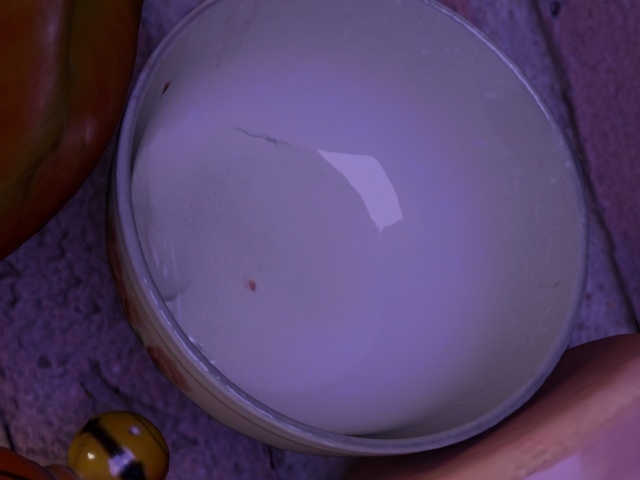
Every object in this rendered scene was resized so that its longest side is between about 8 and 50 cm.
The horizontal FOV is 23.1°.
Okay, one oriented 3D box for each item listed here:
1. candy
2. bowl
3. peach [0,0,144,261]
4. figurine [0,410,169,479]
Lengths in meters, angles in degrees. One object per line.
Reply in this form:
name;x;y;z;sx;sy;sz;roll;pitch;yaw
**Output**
candy;0.118;0.137;0.868;0.255;0.255;0.094;-29;92;-13
bowl;0.000;0.000;0.888;0.277;0.145;0.277;9;66;-22
peach;-0.275;-0.132;0.746;0.388;0.388;0.388;1;87;-13
figurine;-0.185;0.226;0.823;0.323;0.196;0.320;32;79;-20
